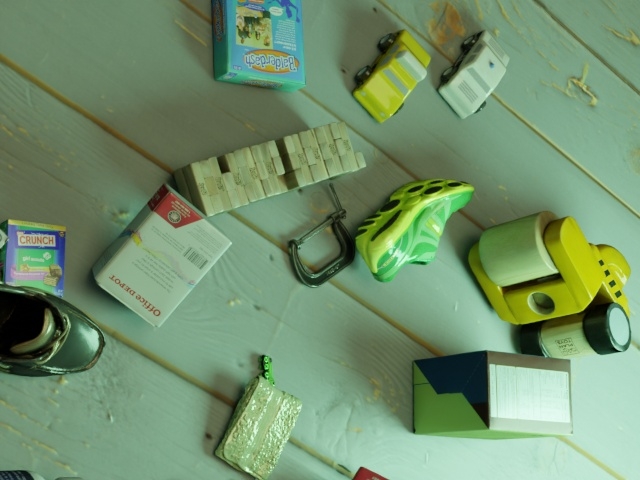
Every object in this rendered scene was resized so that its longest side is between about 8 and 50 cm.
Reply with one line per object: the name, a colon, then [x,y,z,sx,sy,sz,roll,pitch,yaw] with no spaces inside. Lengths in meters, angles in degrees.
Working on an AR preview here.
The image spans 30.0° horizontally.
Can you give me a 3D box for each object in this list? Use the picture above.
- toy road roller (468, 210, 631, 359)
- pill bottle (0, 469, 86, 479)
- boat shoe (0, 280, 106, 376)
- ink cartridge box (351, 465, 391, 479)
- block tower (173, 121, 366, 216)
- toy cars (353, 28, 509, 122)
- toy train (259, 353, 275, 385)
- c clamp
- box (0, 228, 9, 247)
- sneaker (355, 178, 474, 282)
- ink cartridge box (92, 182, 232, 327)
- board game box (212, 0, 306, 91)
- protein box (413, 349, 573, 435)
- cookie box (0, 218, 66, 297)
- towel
toy road roller: [0.459,0.066,2.265,0.329,0.203,0.240,57,43,-18]
pill bottle: [-0.441,0.382,1.581,0.265,0.153,0.153,4,78,-34]
boat shoe: [-0.410,0.125,1.613,0.355,0.130,0.132,26,84,-54]
ink cartridge box: [0.086,0.543,1.865,0.226,0.131,0.306,26,58,14]
block tower: [-0.087,-0.116,1.978,0.336,0.091,0.097,-18,91,-37]
toy cars: [0.230,-0.320,2.248,0.394,0.087,0.176,-7,84,-36]
toy train: [-0.086,0.228,1.949,0.024,0.017,0.083,7,76,-44]
c clamp: [0.000,0.000,2.060,0.161,0.022,0.137,-42,109,-35]
box: [-0.588,-0.041,1.610,0.290,0.087,0.169,47,58,-17]
sneaker: [0.169,-0.024,2.147,0.295,0.109,0.123,-35,123,-37]
ink cartridge box: [-0.242,0.022,1.804,0.127,0.072,0.175,41,91,-22]
board game box: [-0.106,-0.369,2.046,0.160,0.047,0.210,5,77,-35]
protein box: [0.302,0.275,2.098,0.201,0.200,0.135,10,75,-33]
cookie box: [-0.421,0.029,1.741,0.092,0.040,0.107,8,75,-33]
towel: [-0.095,0.301,1.907,0.110,0.027,0.148,34,72,-26]
